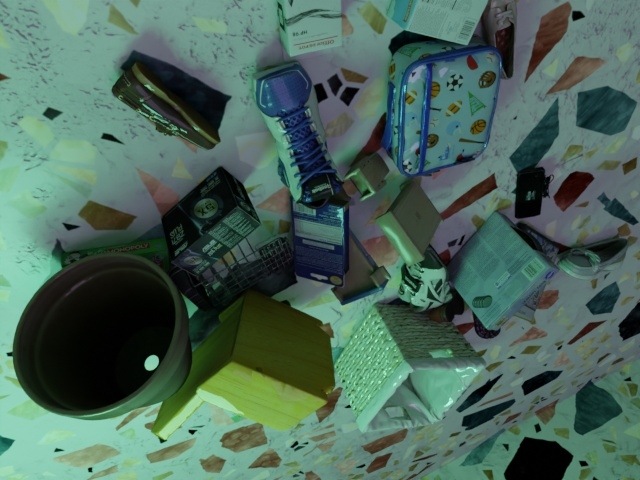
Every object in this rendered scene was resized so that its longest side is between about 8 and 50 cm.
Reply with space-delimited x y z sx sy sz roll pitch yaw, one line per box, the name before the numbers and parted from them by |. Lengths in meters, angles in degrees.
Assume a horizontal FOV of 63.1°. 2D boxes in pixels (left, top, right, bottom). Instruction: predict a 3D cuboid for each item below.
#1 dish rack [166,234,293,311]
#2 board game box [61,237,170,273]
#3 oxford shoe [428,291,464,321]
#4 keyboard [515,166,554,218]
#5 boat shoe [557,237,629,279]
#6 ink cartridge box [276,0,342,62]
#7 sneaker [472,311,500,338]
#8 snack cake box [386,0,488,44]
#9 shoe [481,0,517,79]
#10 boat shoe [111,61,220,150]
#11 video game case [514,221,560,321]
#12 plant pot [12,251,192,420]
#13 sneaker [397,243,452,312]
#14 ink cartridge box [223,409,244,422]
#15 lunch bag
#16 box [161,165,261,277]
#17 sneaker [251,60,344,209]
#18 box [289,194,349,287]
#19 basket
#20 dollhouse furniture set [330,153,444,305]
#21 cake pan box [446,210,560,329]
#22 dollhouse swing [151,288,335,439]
dish rack | -0.195 0.065 1.213 0.272 0.074 0.208 -29 161 -8
board game box | -0.452 0.141 1.210 0.214 0.046 0.317 -10 134 -20
oxford shoe | 0.409 0.214 1.686 0.076 0.076 0.212 -13 179 36
keyboard | 0.616 -0.143 1.514 0.100 0.038 0.192 -7 139 11
boat shoe | 0.950 0.056 1.810 0.321 0.118 0.103 -7 127 -27
ink cartridge box | -0.019 -0.396 0.919 0.104 0.060 0.180 -17 136 -12
sneaker | 0.534 0.174 1.725 0.107 0.124 0.283 -2 112 9
snack cake box | 0.244 -0.504 0.932 0.152 0.089 0.264 2 129 -27
shoe | 0.383 -0.436 1.089 0.077 0.058 0.219 -25 137 -5
boat shoe | -0.274 -0.228 0.941 0.073 0.073 0.207 -40 129 14
video game case | 0.655 0.108 1.671 0.248 0.035 0.274 22 90 -39
plant pot | -0.401 0.224 1.091 0.323 0.323 0.280 -24 153 -5
sneaker | 0.289 0.115 1.511 0.146 0.122 0.330 -29 137 -2
ink cartridge box | -0.233 0.443 1.566 0.155 0.093 0.212 -23 139 -5
lunch bag | 0.254 -0.280 1.134 0.243 0.115 0.303 -15 134 -11
box | -0.231 -0.040 1.081 0.180 0.147 0.077 -38 137 11
sneaker | -0.025 -0.179 1.031 0.128 0.182 0.315 -23 137 -9
box | 0.000 0.000 1.231 0.036 0.137 0.225 -49 145 -51
basket | 0.271 0.405 1.670 0.329 0.266 0.331 6 126 -32
dollhouse furniture set | 0.099 -0.035 1.309 0.303 0.198 0.286 -29 102 36
cake pan box | 0.512 0.083 1.508 0.070 0.245 0.266 14 121 -41
dollhouse swing | -0.179 0.341 1.259 0.315 0.347 0.304 26 106 -11
